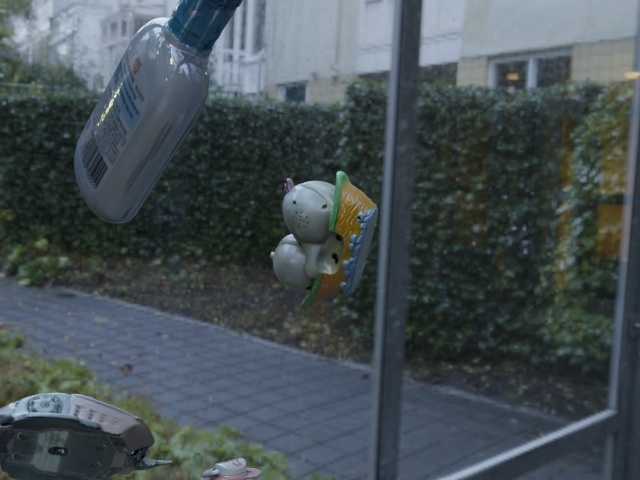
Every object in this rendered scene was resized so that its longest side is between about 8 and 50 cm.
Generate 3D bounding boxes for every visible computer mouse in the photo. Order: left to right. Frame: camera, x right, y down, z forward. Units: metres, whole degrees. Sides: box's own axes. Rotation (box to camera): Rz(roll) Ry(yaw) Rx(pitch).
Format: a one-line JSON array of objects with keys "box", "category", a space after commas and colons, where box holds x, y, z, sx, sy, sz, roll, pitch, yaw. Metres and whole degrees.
[{"box": [-0.479, 0.386, 1.619, 0.389, 0.199, 0.114, 14, 36, -21], "category": "computer mouse"}]

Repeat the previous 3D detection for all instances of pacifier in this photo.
[{"box": [-0.136, 0.368, 1.213, 0.082, 0.078, 0.099, -10, -6, 43], "category": "pacifier"}]

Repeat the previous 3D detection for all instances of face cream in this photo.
[{"box": [-0.200, -0.181, 0.987, 0.080, 0.336, 0.163, 9, 42, -40], "category": "face cream"}]

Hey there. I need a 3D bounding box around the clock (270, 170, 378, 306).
[{"box": [0.000, 0.000, 1.206, 0.144, 0.230, 0.103, 19, 26, 14], "category": "clock"}]
